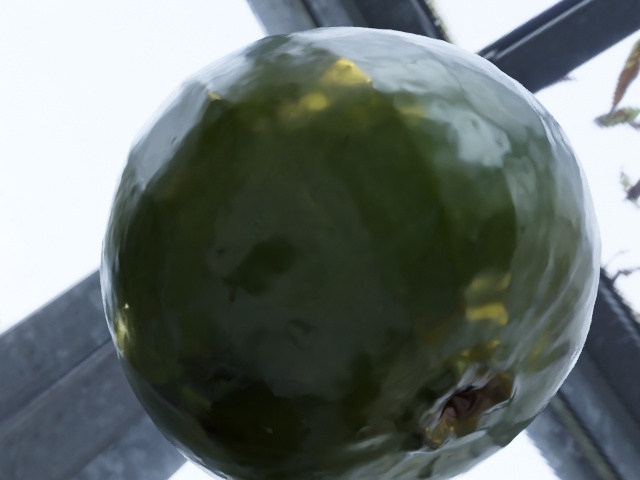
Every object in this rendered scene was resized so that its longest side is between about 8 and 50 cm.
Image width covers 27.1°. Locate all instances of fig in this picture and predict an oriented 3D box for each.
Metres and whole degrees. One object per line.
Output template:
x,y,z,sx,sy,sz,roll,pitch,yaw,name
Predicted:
0.000,0.000,0.804,0.316,0.316,0.316,15,-58,25,fig
